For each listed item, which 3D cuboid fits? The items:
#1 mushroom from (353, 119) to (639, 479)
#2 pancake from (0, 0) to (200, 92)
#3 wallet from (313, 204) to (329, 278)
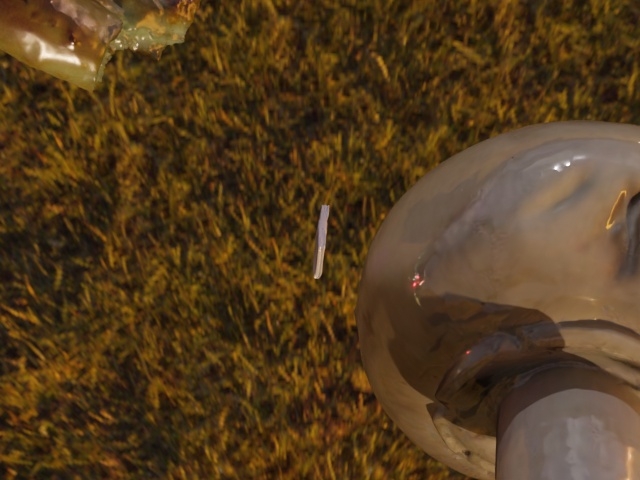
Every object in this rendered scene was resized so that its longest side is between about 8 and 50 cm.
[{"bbox_3d":[0.163,0.095,0.813,0.314,0.314,0.336,8,42,3],"label":"mushroom"},{"bbox_3d":[-0.235,-0.319,0.925,0.304,0.067,0.427,-7,79,-38],"label":"pancake"},{"bbox_3d":[0.000,0.000,1.293,0.011,0.044,0.083,8,35,-1],"label":"wallet"}]
